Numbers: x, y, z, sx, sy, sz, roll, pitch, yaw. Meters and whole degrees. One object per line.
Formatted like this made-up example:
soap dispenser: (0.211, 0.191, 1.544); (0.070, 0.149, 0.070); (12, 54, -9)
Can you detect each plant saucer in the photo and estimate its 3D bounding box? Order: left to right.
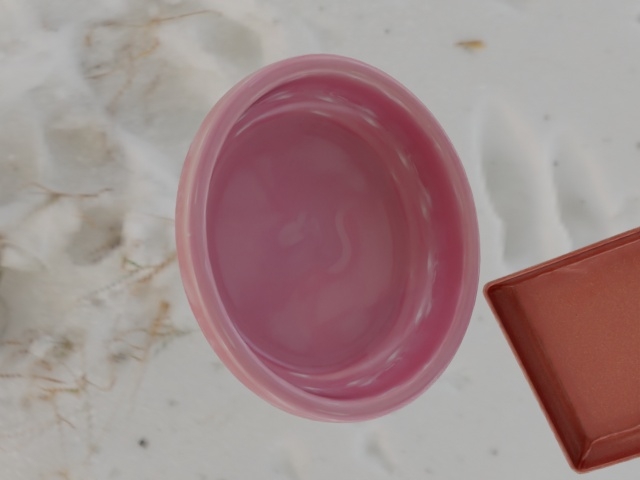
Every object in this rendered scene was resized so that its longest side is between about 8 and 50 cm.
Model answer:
plant saucer: (0.000, 0.000, 1.399); (0.332, 0.084, 0.332); (7, 79, -37)
plant saucer: (0.350, 0.111, 1.712); (0.259, 0.258, 0.048); (62, 26, -12)
